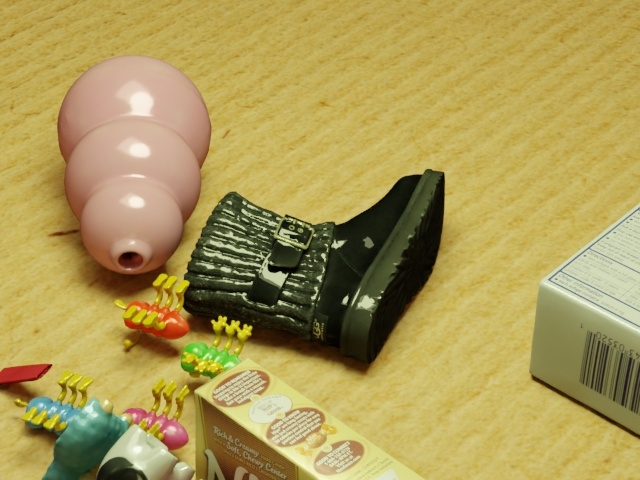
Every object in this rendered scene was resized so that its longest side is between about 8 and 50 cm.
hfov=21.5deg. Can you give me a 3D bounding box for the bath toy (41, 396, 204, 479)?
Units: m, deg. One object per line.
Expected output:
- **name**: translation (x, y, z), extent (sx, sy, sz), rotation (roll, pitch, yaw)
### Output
- **bath toy**: translation (-0.138, 0.308, 1.722), extent (0.348, 0.151, 0.129), rotation (34, 81, 30)

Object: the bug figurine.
- **bug figurine**: translation (-0.208, 0.160, 1.958), extent (0.216, 0.072, 0.279), rotation (17, 43, 29)

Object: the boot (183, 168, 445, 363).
- **boot**: translation (0.000, -0.003, 2.142), extent (0.260, 0.131, 0.348), rotation (16, 39, 18)

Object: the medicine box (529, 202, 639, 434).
- **medicine box**: translation (0.440, 0.095, 2.017), extent (0.263, 0.149, 0.289), rotation (28, 43, 31)

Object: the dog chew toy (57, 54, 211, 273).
- **dog chew toy**: translation (-0.245, -0.090, 2.204), extent (0.206, 0.207, 0.332), rotation (0, 45, -4)

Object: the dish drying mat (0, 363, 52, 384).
- **dish drying mat**: translation (-0.351, 0.157, 1.979), extent (0.083, 0.008, 0.032), rotation (-10, 28, 39)

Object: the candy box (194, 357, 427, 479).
- **candy box**: translation (0.004, 0.278, 1.718), extent (0.087, 0.183, 0.316), rotation (-28, 46, -36)
